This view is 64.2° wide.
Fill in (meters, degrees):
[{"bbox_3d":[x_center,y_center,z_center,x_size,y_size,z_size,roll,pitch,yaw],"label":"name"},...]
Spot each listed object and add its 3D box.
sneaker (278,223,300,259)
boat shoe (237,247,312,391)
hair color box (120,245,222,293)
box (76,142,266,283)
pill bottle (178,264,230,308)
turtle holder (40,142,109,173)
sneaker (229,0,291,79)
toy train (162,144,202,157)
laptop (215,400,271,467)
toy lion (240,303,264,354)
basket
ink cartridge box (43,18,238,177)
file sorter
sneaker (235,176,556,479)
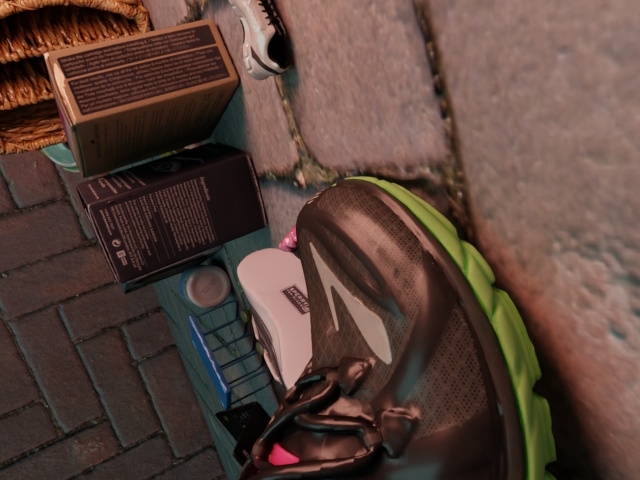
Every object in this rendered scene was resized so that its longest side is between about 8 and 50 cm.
[{"bbox_3d":[0.000,0.000,0.520,0.057,0.047,0.119,46,158,-5],"label":"sneaker"},{"bbox_3d":[-0.013,0.122,0.565,0.301,0.108,0.102,43,147,49],"label":"boat shoe"},{"bbox_3d":[-0.350,0.024,1.103,0.113,0.186,0.374,68,157,1],"label":"hair color box"},{"bbox_3d":[-0.202,-0.047,0.691,0.153,0.207,0.108,29,136,57],"label":"box"},{"bbox_3d":[-0.248,0.093,1.069,0.160,0.087,0.087,-4,107,66],"label":"pill bottle"},{"bbox_3d":[-0.547,-0.310,1.233,0.228,0.243,0.320,30,99,33],"label":"turtle holder"},{"bbox_3d":[-0.051,-0.200,0.456,0.044,0.040,0.109,13,127,43],"label":"sneaker"},{"bbox_3d":[-0.212,-0.124,0.861,0.166,0.046,0.125,23,158,46],"label":"toy train"},{"bbox_3d":[-0.095,0.414,0.883,0.234,0.136,0.264,53,137,-4],"label":"laptop"},{"bbox_3d":[-0.096,0.132,0.854,0.100,0.034,0.096,62,149,13],"label":"toy lion"},{"bbox_3d":[-0.422,-0.304,0.826,0.222,0.299,0.213,67,156,7],"label":"basket"},{"bbox_3d":[-0.230,-0.173,0.658,0.235,0.193,0.088,-17,95,66],"label":"ink cartridge box"},{"bbox_3d":[-0.175,0.221,1.004,0.170,0.105,0.118,57,156,24],"label":"file sorter"},{"bbox_3d":[0.021,0.175,0.320,0.185,0.203,0.482,130,139,-64],"label":"sneaker"}]
